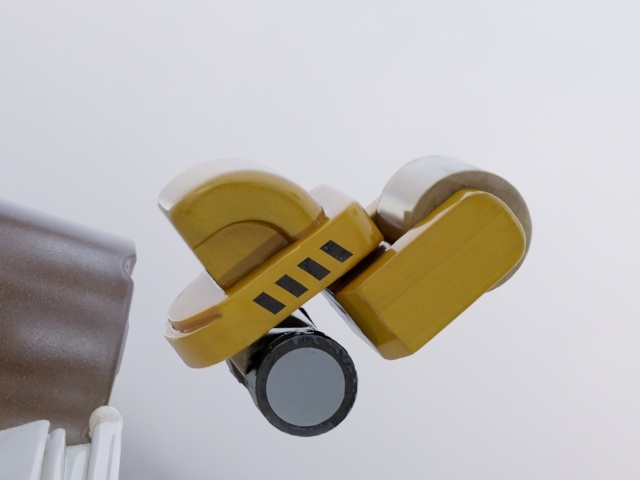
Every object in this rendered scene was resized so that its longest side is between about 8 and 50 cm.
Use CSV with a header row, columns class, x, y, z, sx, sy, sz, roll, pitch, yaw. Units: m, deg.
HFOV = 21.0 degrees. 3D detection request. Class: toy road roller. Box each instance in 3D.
class,x,y,z,sx,sy,sz,roll,pitch,yaw
toy road roller,0.000,0.000,1.565,0.240,0.329,0.202,53,-4,-14

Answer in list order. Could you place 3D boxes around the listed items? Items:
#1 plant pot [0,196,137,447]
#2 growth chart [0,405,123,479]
class,x,y,z,sx,sy,sz,roll,pitch,yaw
plant pot,-0.191,0.040,0.913,0.165,0.167,0.167,13,-17,-13
growth chart,-0.193,0.136,0.769,0.172,0.237,0.021,-79,151,-65
